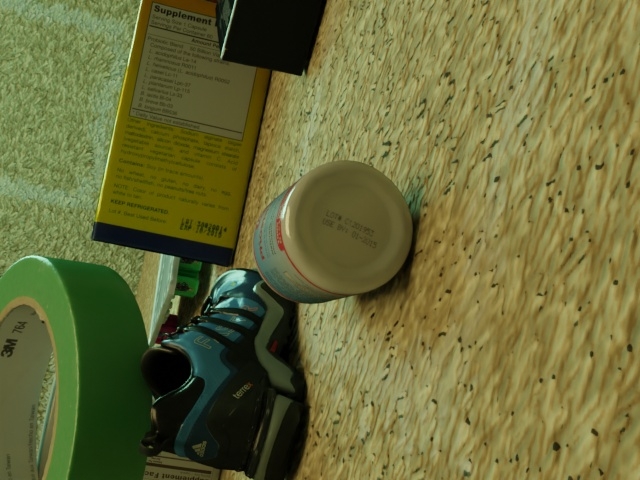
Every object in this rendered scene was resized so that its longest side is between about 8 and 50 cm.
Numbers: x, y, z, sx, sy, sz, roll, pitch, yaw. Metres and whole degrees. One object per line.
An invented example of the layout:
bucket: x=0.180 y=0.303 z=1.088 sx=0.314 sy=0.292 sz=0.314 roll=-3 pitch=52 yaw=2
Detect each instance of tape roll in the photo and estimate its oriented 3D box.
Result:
tape roll: x=-0.277 y=0.178 z=1.030 sx=0.321 sy=0.077 sz=0.321 roll=-17 pitch=68 yaw=52

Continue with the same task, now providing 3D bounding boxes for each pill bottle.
pill bottle: x=0.000 y=0.000 z=0.723 sx=0.160 sy=0.087 sz=0.087 roll=153 pitch=127 yaw=-73

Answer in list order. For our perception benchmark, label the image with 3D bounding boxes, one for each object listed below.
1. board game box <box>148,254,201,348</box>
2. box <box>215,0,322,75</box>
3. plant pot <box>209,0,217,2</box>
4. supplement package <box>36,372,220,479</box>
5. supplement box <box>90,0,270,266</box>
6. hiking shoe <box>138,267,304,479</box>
board game box: x=-0.241 y=-0.035 z=1.823 sx=0.390 sy=0.050 sz=0.390 roll=127 pitch=151 yaw=-66
box: x=-0.057 y=-0.325 z=1.227 sx=0.261 sy=0.103 sz=0.184 roll=-105 pitch=27 yaw=-64
plant pot: x=-0.135 y=-0.517 z=1.448 sx=0.236 sy=0.267 sz=0.267 roll=-45 pitch=33 yaw=45
supplement package: x=-0.236 y=0.231 z=1.266 sx=0.262 sy=0.204 sz=0.145 roll=-157 pitch=78 yaw=-76
supplement box: x=-0.199 y=-0.155 z=1.475 sx=0.195 sy=0.194 sz=0.357 roll=-178 pitch=100 yaw=-77
hiking shoe: x=-0.096 y=0.098 z=0.943 sx=0.304 sy=0.132 sz=0.113 roll=-111 pitch=36 yaw=-67
